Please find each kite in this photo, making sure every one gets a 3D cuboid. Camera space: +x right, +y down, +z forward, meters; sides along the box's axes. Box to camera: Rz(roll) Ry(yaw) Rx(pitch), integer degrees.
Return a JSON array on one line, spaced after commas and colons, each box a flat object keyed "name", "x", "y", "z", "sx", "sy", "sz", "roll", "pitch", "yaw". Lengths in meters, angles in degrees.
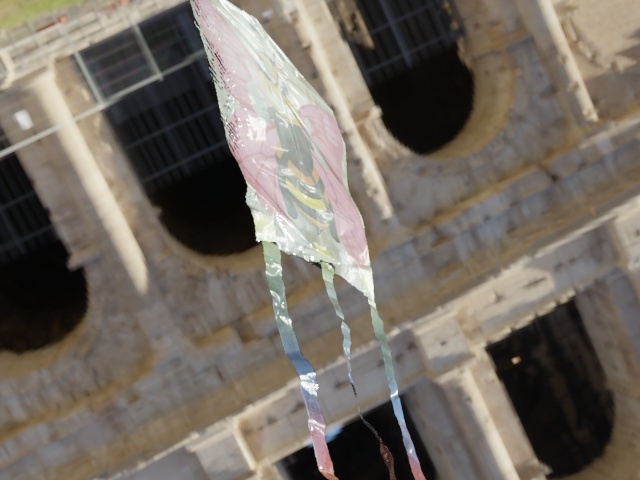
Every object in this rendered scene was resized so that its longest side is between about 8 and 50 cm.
[{"name": "kite", "x": -0.003, "y": 0.002, "z": 0.654, "sx": 0.022, "sy": 0.360, "sz": 0.204, "roll": -27, "pitch": 147, "yaw": 19}]
